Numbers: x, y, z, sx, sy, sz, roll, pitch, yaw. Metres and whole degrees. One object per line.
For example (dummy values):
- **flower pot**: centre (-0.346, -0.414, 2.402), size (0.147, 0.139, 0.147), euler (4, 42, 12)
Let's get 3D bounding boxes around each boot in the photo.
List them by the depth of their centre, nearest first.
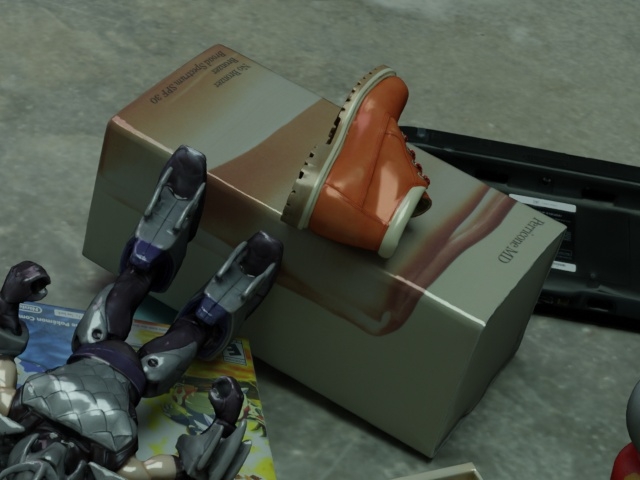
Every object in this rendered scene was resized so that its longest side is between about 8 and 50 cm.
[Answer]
- **boot**: centre (0.040, -0.051, 1.095), size (0.084, 0.059, 0.158), euler (23, 48, 5)

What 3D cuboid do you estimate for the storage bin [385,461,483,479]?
- **storage bin**: centre (0.007, 0.267, 0.839), size (0.262, 0.123, 0.260), euler (-7, 40, -23)

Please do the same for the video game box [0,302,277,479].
- **video game box**: centre (-0.132, 0.120, 1.028), size (0.205, 0.048, 0.187), euler (11, 38, -21)

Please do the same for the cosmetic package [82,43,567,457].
- **cosmetic package**: centre (0.000, 0.000, 1.164), size (0.296, 0.129, 0.153), euler (28, 39, 14)

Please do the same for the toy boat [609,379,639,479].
- **toy boat**: centre (0.318, 0.111, 1.099), size (0.318, 0.148, 0.267), euler (-16, 44, -32)

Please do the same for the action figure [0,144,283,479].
- **action figure**: centre (-0.118, 0.066, 0.983), size (0.185, 0.099, 0.285), euler (36, 38, -4)

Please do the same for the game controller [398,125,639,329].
- **game controller**: centre (0.171, -0.009, 1.309), size (0.319, 0.067, 0.166), euler (10, 51, 0)

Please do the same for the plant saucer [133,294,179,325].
- **plant saucer**: centre (-0.101, 0.030, 1.213), size (0.067, 0.018, 0.192), euler (23, 39, 16)
